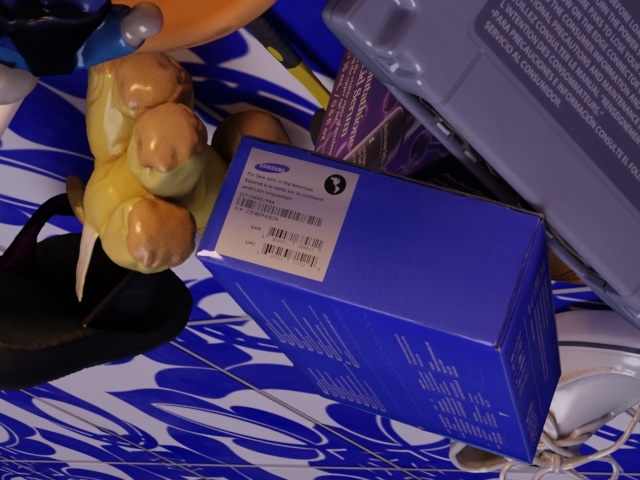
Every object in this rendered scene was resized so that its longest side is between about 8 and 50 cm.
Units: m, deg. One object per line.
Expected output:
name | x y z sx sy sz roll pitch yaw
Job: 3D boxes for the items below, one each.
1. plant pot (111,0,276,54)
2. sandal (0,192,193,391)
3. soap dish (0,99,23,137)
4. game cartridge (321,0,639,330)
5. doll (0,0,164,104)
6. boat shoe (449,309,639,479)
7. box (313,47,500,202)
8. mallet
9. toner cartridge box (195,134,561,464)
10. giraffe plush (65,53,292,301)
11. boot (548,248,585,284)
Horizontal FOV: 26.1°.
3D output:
plant pot | -0.119 -0.236 0.544 0.291 0.203 0.291 13 157 6
sandal | -0.206 0.028 1.188 0.167 0.107 0.446 25 -169 7
soap dish | -0.348 -0.130 0.935 0.118 0.229 0.291 17 165 46
game cartridge | 0.151 -0.098 0.697 0.294 0.196 0.060 41 177 -35
doll | -0.123 -0.098 0.540 0.129 0.046 0.189 11 166 -13
boat shoe | 0.221 0.177 1.347 0.136 0.156 0.367 23 157 -18
box | 0.090 -0.071 0.860 0.108 0.153 0.207 25 155 -21
mallet | -0.008 -0.121 0.965 0.062 0.039 0.190 1 149 31
toner cartridge box | 0.054 0.051 0.838 0.165 0.075 0.348 18 166 16
giraffe plush | -0.086 -0.041 1.055 0.170 0.181 0.210 0 135 -26
boot | 0.229 -0.008 1.021 0.295 0.104 0.211 8 174 -11
